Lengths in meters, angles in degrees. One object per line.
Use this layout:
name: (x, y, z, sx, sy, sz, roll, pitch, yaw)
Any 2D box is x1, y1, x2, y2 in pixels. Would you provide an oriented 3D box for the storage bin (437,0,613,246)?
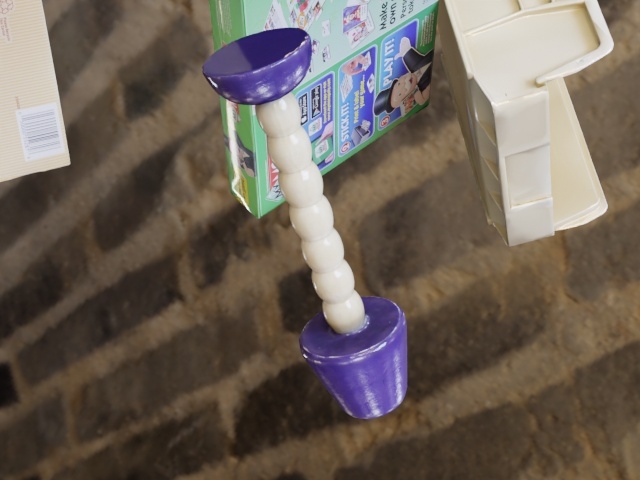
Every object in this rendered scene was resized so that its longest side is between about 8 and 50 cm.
storage bin: (0.186, -0.171, 1.089, 0.123, 0.262, 0.260, -14, -121, 4)

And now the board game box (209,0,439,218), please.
board game box: (0.010, -0.183, 0.931, 0.213, 0.317, 0.046, -34, -121, -24)

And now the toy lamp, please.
toy lamp: (0.000, 0.000, 0.763, 0.080, 0.275, 0.080, -15, -151, 9)

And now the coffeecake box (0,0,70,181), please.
coffeecake box: (-0.251, -0.147, 0.862, 0.185, 0.068, 0.142, -133, -147, -53)
